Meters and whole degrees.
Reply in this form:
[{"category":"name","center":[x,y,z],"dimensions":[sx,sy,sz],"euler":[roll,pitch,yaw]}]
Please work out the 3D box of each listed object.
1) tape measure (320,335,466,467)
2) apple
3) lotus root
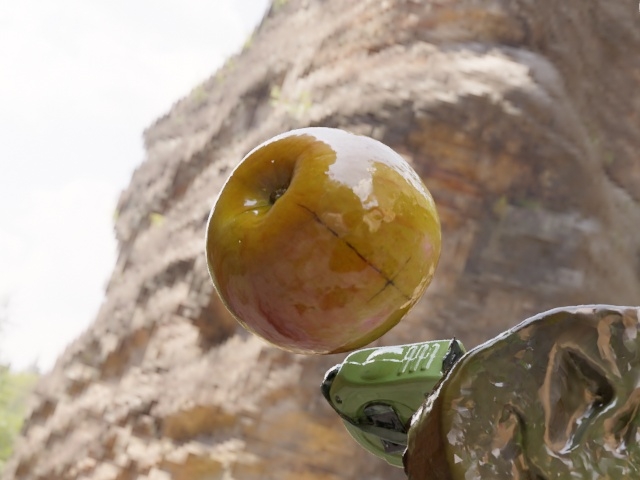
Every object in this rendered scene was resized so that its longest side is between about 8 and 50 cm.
[{"category":"tape measure","center":[0.104,0.208,1.914],"dimensions":[0.200,0.106,0.175],"euler":[-8,-57,31]},{"category":"apple","center":[0.000,0.000,1.825],"dimensions":[0.286,0.286,0.233],"euler":[-3,-32,48]},{"category":"lotus root","center":[0.245,0.243,1.272],"dimensions":[0.390,0.375,0.111],"euler":[39,-22,1]}]
